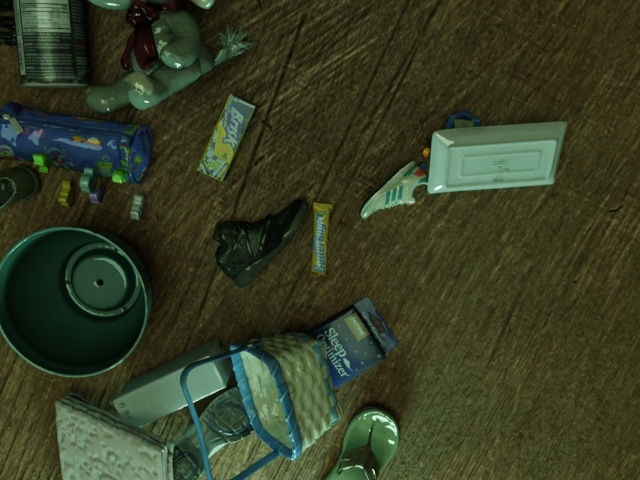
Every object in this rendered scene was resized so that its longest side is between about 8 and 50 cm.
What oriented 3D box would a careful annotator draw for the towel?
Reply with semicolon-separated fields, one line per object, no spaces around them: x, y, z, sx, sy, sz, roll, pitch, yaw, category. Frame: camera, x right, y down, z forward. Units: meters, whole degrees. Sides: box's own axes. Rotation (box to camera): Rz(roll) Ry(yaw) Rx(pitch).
-0.425;0.506;1.417;0.332;0.053;0.317;13;111;31;towel

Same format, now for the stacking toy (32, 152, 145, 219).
-0.446;-0.102;1.319;0.167;0.221;0.052;10;74;-2;stacking toy

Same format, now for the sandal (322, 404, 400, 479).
0.085;0.503;1.483;0.120;0.086;0.302;24;100;-4;sandal

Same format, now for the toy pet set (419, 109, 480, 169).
0.271;-0.201;1.373;0.122;0.065;0.114;8;136;2;toy pet set

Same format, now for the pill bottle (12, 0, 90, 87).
-0.516;-0.419;1.296;0.130;0.130;0.245;0;101;1;pill bottle

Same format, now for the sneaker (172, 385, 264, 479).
-0.239;0.410;1.463;0.297;0.129;0.111;-39;96;-11;sneaker

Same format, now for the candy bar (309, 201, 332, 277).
0.000;0.000;1.424;0.040;0.018;0.161;4;100;0;candy bar

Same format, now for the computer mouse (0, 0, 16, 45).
-0.647;-0.536;1.311;0.188;0.072;0.272;17;113;-4;computer mouse

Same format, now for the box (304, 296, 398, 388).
0.042;0.233;1.460;0.225;0.036;0.136;-32;98;5;box

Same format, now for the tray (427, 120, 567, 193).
0.352;-0.158;1.340;0.270;0.030;0.145;-5;128;-5;tray

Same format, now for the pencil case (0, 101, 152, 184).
-0.492;-0.196;1.338;0.306;0.133;0.119;10;74;-2;pencil case

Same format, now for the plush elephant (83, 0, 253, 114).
-0.306;-0.408;1.234;0.330;0.272;0.255;-34;114;-22;plush elephant

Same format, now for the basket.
-0.116;0.322;1.333;0.289;0.201;0.254;-19;104;-35;basket

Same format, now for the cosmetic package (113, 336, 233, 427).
-0.308;0.304;1.438;0.231;0.117;0.085;-25;100;7;cosmetic package

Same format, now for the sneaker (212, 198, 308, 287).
-0.133;-0.020;1.387;0.130;0.087;0.227;43;104;-13;sneaker

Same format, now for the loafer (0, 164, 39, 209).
-0.706;-0.086;1.382;0.251;0.087;0.094;-25;99;5;loafer

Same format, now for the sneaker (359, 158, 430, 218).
0.154;-0.089;1.385;0.161;0.057;0.075;-43;92;5;sneaker

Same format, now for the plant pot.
-0.468;0.101;1.360;0.293;0.196;0.293;0;100;1;plant pot

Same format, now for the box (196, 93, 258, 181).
-0.187;-0.208;1.369;0.059;0.054;0.169;25;101;-3;box
